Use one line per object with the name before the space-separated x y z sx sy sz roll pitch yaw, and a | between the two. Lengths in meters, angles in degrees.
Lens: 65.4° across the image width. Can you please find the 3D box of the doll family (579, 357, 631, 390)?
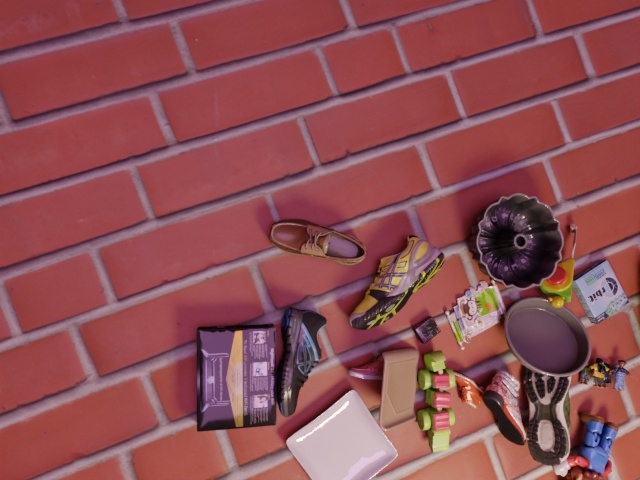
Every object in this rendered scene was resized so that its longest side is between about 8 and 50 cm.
doll family | 1.037 0.481 1.821 0.193 0.076 0.111 12 81 -16

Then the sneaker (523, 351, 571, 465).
sneaker | 0.816 0.572 1.759 0.182 0.158 0.410 28 68 -47

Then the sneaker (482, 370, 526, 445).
sneaker | 0.662 0.574 1.727 0.145 0.090 0.270 -48 114 -32

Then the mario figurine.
mario figurine | 0.937 0.786 1.780 0.198 0.170 0.320 18 70 26

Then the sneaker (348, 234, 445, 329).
sneaker | 0.233 0.144 1.660 0.384 0.145 0.147 -40 65 -8

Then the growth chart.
growth chart | 0.549 0.251 1.758 0.237 0.021 0.172 -29 92 -12

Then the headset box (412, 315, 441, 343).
headset box | 0.361 0.309 1.710 0.083 0.032 0.062 -34 94 -13

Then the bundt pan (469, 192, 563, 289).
bundt pan | 0.666 0.006 1.740 0.331 0.124 0.331 1 87 -11

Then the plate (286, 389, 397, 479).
plate | 0.070 0.673 1.627 0.277 0.045 0.278 -35 94 -12

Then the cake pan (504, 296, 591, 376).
cake pan | 0.770 0.334 1.715 0.293 0.054 0.293 2 54 -3

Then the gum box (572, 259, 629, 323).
gum box | 1.031 0.188 1.846 0.157 0.041 0.184 -30 93 -11

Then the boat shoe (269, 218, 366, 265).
boat shoe | 0.000 0.000 1.607 0.324 0.120 0.123 12 85 -11

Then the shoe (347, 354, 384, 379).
shoe | 0.177 0.417 1.655 0.178 0.063 0.081 10 84 -16

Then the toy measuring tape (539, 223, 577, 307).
toy measuring tape | 0.850 0.086 1.796 0.121 0.121 0.330 22 67 -10

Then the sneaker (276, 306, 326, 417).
sneaker | -0.061 0.389 1.576 0.139 0.125 0.341 9 88 -16

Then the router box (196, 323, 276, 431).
router box | -0.261 0.421 1.554 0.243 0.081 0.309 0 87 -11

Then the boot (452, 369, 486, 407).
boot | 0.497 0.511 1.717 0.158 0.059 0.085 38 86 -9

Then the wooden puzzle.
wooden puzzle | 0.250 0.476 1.623 0.221 0.044 0.239 9 82 -52

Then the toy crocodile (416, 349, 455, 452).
toy crocodile | 0.393 0.536 1.668 0.115 0.105 0.341 1 88 -11
